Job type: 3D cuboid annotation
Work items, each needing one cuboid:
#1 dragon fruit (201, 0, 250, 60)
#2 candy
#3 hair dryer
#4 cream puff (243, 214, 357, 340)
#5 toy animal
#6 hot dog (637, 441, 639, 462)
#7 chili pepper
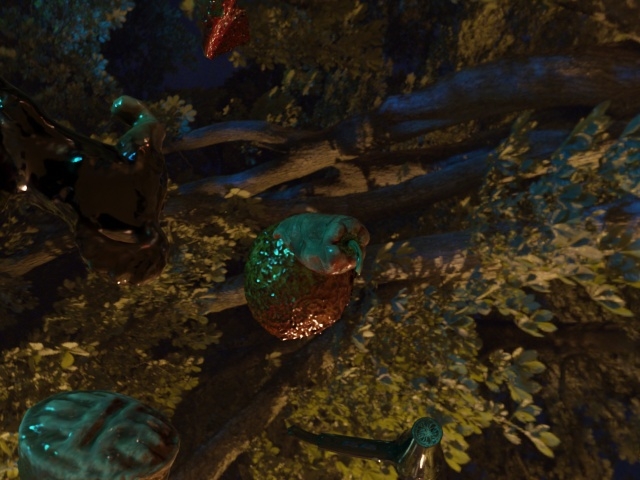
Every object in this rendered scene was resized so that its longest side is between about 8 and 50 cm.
[{"bbox_3d":[-0.189,-0.412,0.812,0.097,0.131,0.063,-26,-99,-10],"label":"dragon fruit"},{"bbox_3d":[-0.420,0.400,0.833,0.289,0.214,0.157,18,-75,3],"label":"candy"},{"bbox_3d":[0.057,0.274,0.592,0.195,0.219,0.075,80,-162,-51],"label":"hair dryer"},{"bbox_3d":[-0.077,0.096,1.121,0.228,0.350,0.350,-3,-92,-39],"label":"cream puff"},{"bbox_3d":[-0.344,-0.076,0.526,0.344,0.194,0.303,10,-142,-29],"label":"toy animal"},{"bbox_3d":[0.346,0.164,0.280,0.160,0.227,0.099,32,-104,-43],"label":"hot dog"},{"bbox_3d":[0.001,0.001,0.379,0.050,0.153,0.041,-47,-69,-15],"label":"chili pepper"}]
